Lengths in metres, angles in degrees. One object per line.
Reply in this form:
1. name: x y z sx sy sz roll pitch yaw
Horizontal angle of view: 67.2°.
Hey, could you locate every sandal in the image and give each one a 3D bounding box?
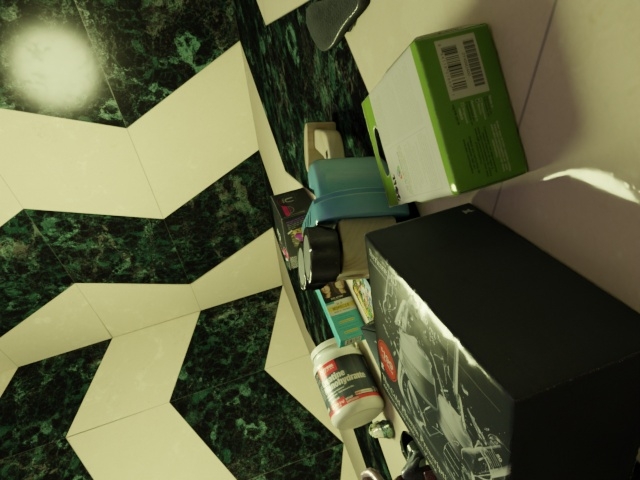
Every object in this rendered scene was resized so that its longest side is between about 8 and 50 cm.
1. sandal: 0.040 -0.446 0.948 0.254 0.054 0.097 10 124 67

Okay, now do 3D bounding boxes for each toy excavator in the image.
1. toy excavator: 0.050 -0.116 1.068 0.433 0.222 0.445 126 140 -76

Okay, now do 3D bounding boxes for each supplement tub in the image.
1. supplement tub: 0.088 0.494 1.679 0.191 0.191 0.272 87 162 -51

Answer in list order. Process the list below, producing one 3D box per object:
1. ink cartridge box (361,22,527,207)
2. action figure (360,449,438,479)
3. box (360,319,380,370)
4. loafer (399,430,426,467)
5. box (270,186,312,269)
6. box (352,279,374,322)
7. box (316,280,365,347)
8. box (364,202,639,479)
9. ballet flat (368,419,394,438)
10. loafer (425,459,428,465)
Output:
1. ink cartridge box: 0.153 -0.154 0.681 0.255 0.097 0.188 179 74 -80
2. action figure: 0.252 0.523 0.750 0.248 0.276 0.370 123 137 -70
3. box: 0.191 0.298 1.110 0.232 0.059 0.183 66 163 -3
4. loafer: 0.255 0.564 1.261 0.223 0.076 0.078 158 87 -82
5. box: -0.095 -0.045 1.911 0.165 0.143 0.270 -120 18 -47
6. box: 0.148 0.163 1.286 0.159 0.044 0.233 86 163 -47
7. box: 0.067 0.233 1.638 0.060 0.101 0.244 92 158 -54
8. box: 0.213 0.169 0.637 0.343 0.179 0.312 -126 24 -58
9. ballet flat: 0.206 0.664 1.678 0.188 0.070 0.070 100 151 -66
10. loafer: 0.291 0.538 0.986 0.268 0.102 0.092 -118 10 -47
